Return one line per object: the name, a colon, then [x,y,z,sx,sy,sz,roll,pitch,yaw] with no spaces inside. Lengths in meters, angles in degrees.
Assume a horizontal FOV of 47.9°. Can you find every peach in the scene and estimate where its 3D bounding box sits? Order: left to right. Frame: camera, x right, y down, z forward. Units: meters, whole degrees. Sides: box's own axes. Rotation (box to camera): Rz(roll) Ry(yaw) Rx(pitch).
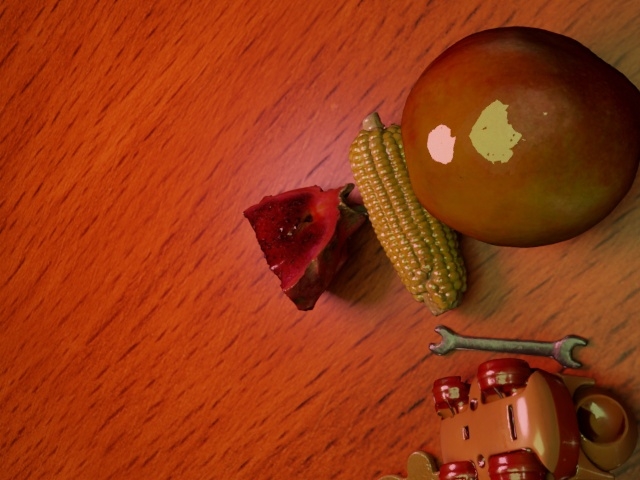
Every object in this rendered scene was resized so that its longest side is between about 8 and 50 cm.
peach: [0.282,-0.140,1.002,0.332,0.307,0.308,-2,90,25]

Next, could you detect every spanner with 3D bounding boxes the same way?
spanner: [0.293,0.169,1.153,0.254,0.015,0.054,1,91,28]

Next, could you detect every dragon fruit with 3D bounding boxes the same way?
dragon fruit: [0.000,0.000,1.242,0.211,0.134,0.262,-38,37,9]

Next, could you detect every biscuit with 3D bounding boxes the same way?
biscuit: [0.194,0.427,1.198,0.240,0.035,0.158,-10,83,28]

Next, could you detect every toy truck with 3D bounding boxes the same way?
toy truck: [0.312,0.287,1.065,0.265,0.239,0.189,-40,45,53]

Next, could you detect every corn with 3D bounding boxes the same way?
corn: [0.142,-0.047,1.169,0.130,0.130,0.347,-26,79,26]
